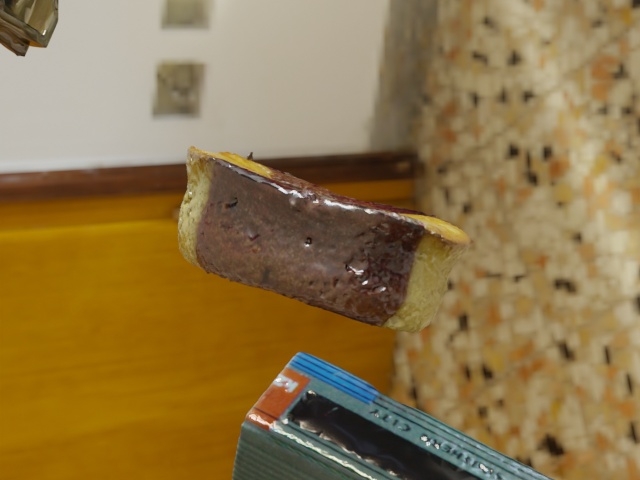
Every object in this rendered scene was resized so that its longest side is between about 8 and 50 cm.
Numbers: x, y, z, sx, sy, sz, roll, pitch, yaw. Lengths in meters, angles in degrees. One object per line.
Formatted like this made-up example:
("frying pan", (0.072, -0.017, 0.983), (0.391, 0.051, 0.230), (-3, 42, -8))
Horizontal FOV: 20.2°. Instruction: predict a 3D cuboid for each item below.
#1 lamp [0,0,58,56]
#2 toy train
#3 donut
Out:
("lamp", (-0.244, -0.154, 0.763), (0.325, 0.090, 0.089), (12, 75, 32))
("toy train", (0.140, 0.192, 0.933), (0.409, 0.089, 0.086), (27, 134, 18))
("donut", (0.000, 0.000, 0.828), (0.140, 0.140, 0.059), (20, 92, 51))
